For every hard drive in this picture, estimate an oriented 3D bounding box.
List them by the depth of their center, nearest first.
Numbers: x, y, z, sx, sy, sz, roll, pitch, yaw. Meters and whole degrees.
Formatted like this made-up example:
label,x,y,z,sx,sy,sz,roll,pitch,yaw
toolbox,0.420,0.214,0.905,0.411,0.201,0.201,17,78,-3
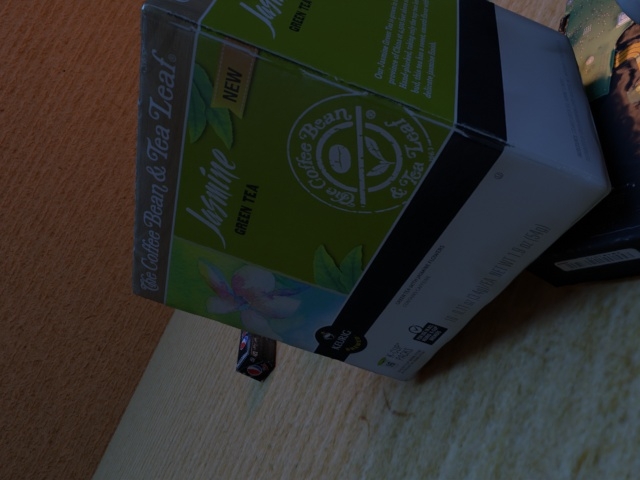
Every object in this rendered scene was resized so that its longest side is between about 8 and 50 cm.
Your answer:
label,x,y,z,sx,sy,sz,roll,pitch,yaw
hard drive,0.289,-0.138,0.407,0.237,0.064,0.339,-26,41,60

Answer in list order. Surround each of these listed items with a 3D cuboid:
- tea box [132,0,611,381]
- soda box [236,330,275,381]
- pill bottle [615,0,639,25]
label,x,y,z,sx,sy,sz,roll,pitch,yaw
tea box,0.015,-0.065,0.501,0.329,0.323,0.220,114,173,-48
soda box,-0.126,0.197,1.038,0.053,0.060,0.169,-52,21,25
pill bottle,0.248,-0.223,0.350,0.117,0.117,0.215,-44,26,43
